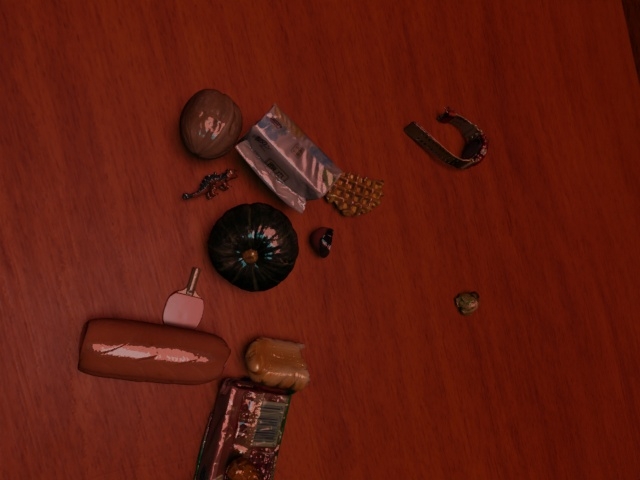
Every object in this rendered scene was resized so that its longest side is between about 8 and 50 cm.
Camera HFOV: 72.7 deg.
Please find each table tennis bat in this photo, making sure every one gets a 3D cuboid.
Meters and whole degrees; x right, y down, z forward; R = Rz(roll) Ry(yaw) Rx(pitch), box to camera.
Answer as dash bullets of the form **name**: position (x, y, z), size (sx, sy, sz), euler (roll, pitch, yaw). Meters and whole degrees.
- **table tennis bat**: position (-0.308, 0.138, 1.004), size (0.087, 0.013, 0.156), euler (18, 79, -23)

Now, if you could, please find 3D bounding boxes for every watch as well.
- **watch**: position (0.407, -0.335, 1.381), size (0.269, 0.102, 0.164), euler (33, 64, -12)

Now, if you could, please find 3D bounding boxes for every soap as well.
- **soap**: position (-0.171, 0.461, 0.997), size (0.218, 0.098, 0.273), euler (18, 78, -25)

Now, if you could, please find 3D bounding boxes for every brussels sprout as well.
- **brussels sprout**: position (0.478, 0.196, 1.382), size (0.085, 0.058, 0.085), euler (8, 78, -44)

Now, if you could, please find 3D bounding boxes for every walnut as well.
- **walnut**: position (-0.252, -0.266, 1.001), size (0.140, 0.140, 0.162), euler (31, 85, -22)

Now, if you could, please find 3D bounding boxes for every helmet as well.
- **helmet**: position (-0.001, 0.001, 1.154), size (0.065, 0.049, 0.083), euler (-21, 126, -58)

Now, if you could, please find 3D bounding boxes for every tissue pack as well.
- **tissue pack**: position (-0.092, -0.186, 1.064), size (0.229, 0.159, 0.145), euler (45, 72, -17)

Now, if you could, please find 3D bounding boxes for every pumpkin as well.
- **pumpkin**: position (-0.154, 0.015, 1.015), size (0.212, 0.152, 0.211), euler (1, 101, 4)

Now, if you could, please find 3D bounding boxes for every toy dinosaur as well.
- **toy dinosaur**: position (-0.257, -0.131, 1.032), size (0.154, 0.049, 0.055), euler (-32, 103, -31)

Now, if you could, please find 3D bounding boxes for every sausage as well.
- **sausage**: position (-0.341, 0.237, 0.917), size (0.305, 0.121, 0.121), euler (14, 79, -25)

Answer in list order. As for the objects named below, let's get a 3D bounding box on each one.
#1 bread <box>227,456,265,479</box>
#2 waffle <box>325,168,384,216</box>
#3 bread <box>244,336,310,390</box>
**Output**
- **bread**: position (-0.140, 0.526, 0.926), size (0.052, 0.044, 0.157), euler (-43, 108, -33)
- **waffle**: position (0.096, -0.148, 1.219), size (0.192, 0.046, 0.160), euler (-24, 97, -28)
- **bread**: position (-0.100, 0.296, 1.047), size (0.177, 0.084, 0.119), euler (18, 41, -23)
